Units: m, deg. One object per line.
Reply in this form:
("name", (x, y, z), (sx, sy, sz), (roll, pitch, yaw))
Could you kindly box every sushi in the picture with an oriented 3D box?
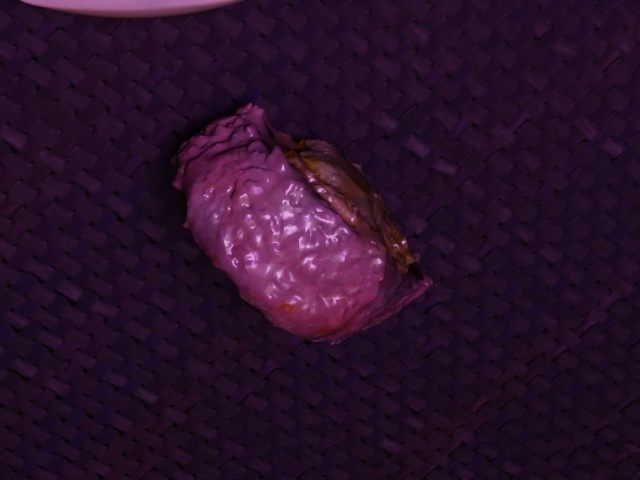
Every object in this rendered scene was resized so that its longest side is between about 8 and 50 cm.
("sushi", (0.002, 0.008, 0.927), (0.107, 0.161, 0.241), (-39, 120, 11))

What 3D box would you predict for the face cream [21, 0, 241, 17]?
("face cream", (-0.132, -0.286, 0.762), (0.173, 0.081, 0.348), (-18, 123, -11))
